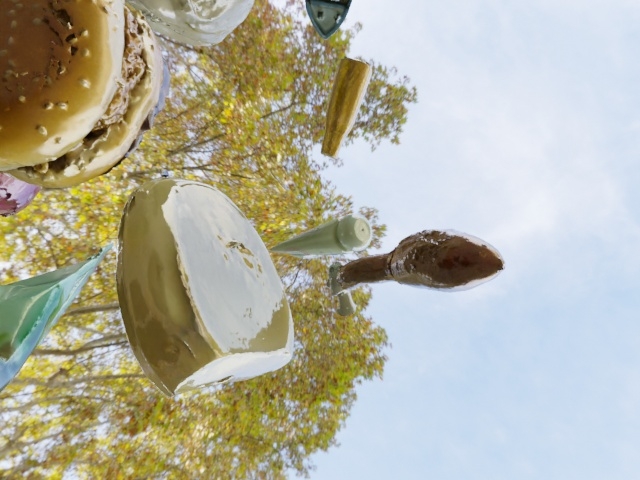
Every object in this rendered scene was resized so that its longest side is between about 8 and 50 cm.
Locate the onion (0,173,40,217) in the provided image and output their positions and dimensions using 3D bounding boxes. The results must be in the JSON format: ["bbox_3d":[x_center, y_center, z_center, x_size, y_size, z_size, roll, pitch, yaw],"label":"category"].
[{"bbox_3d":[-0.960,-0.230,1.248,0.358,0.358,0.345,-15,-131,0],"label":"onion"}]

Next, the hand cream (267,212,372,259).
[{"bbox_3d":[0.000,0.000,1.180,0.147,0.305,0.093,-1,-98,-41],"label":"hand cream"}]

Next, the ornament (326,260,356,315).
[{"bbox_3d":[0.059,0.136,1.323,0.081,0.075,0.156,-13,-67,-1],"label":"ornament"}]

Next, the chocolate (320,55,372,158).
[{"bbox_3d":[0.048,-0.292,1.016,0.085,0.085,0.219,18,-92,0],"label":"chocolate"}]

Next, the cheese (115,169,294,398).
[{"bbox_3d":[-0.158,0.042,0.619,0.128,0.259,0.316,-34,-114,16],"label":"cheese"}]

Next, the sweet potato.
[{"bbox_3d":[0.163,0.041,0.809,0.109,0.385,0.109,4,-98,-31],"label":"sweet potato"}]

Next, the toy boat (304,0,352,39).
[{"bbox_3d":[0.029,-0.736,1.264,0.145,0.332,0.133,11,-133,3],"label":"toy boat"}]

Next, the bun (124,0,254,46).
[{"bbox_3d":[-0.263,-0.518,0.769,0.234,0.362,0.326,-31,-108,-6],"label":"bun"}]

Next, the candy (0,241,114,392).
[{"bbox_3d":[-0.465,0.135,0.646,0.263,0.398,0.172,-39,-89,11],"label":"candy"}]

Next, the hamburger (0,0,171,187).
[{"bbox_3d":[-0.224,-0.133,0.336,0.190,0.118,0.182,3,-104,10],"label":"hamburger"}]
